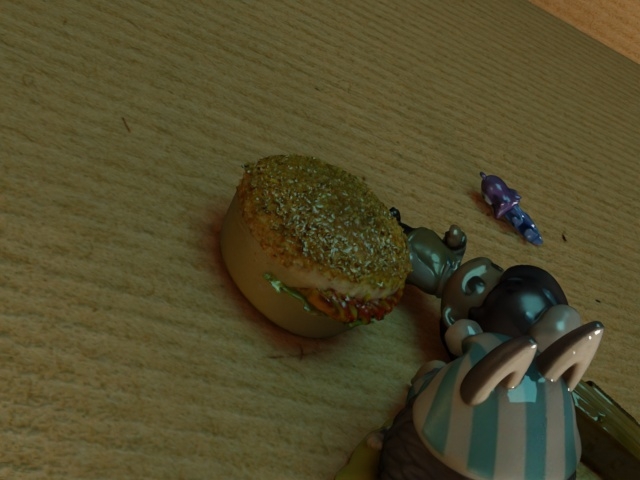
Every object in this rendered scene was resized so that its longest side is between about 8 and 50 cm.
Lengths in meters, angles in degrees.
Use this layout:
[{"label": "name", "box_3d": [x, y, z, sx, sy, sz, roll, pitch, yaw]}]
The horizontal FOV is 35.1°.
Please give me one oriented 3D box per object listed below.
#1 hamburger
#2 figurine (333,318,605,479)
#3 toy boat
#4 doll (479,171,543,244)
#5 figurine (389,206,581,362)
[{"label": "hamburger", "box_3d": [0.000, 0.000, 1.437, 0.276, 0.179, 0.294, -10, 59, -51]}, {"label": "figurine", "box_3d": [0.240, 0.220, 1.252, 0.266, 0.377, 0.361, 38, 33, -8]}, {"label": "toy boat", "box_3d": [0.474, 0.316, 1.662, 0.310, 0.089, 0.115, 39, 29, -4]}, {"label": "doll", "box_3d": [0.388, -0.063, 2.058, 0.206, 0.067, 0.110, 47, 16, -12]}, {"label": "figurine", "box_3d": [0.236, 0.064, 1.598, 0.365, 0.206, 0.218, 51, 18, 17]}]
